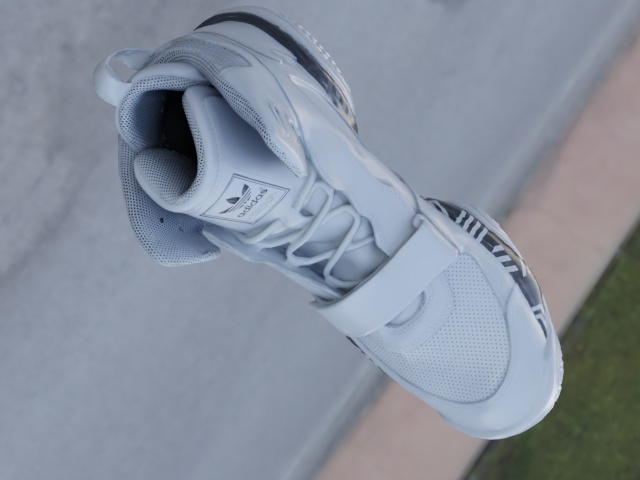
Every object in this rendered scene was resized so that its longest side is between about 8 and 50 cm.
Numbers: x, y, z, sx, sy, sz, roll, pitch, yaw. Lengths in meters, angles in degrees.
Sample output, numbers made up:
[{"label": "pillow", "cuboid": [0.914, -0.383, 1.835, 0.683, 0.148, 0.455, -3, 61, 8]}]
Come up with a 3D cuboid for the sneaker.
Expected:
[{"label": "sneaker", "cuboid": [0.000, 0.000, 0.979, 0.137, 0.366, 0.210, -44, 171, 24]}]
